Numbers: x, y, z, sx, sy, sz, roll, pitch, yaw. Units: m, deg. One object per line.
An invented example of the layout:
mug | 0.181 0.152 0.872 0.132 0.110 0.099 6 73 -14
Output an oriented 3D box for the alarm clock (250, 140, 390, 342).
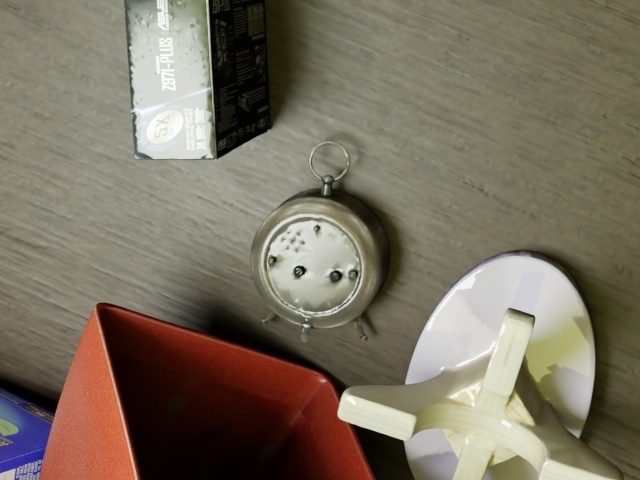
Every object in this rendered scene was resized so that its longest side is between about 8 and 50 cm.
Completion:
alarm clock | 0.000 0.000 1.331 0.129 0.064 0.192 8 101 12

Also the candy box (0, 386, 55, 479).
candy box | -0.425 0.213 1.308 0.268 0.317 0.122 20 105 29

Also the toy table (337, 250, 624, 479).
toy table | 0.153 0.158 1.279 0.252 0.161 0.274 6 105 12

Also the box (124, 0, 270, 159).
box | -0.107 -0.157 1.253 0.077 0.180 0.147 1 103 13

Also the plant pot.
plant pot | -0.122 0.255 1.259 0.267 0.267 0.236 21 116 -30
